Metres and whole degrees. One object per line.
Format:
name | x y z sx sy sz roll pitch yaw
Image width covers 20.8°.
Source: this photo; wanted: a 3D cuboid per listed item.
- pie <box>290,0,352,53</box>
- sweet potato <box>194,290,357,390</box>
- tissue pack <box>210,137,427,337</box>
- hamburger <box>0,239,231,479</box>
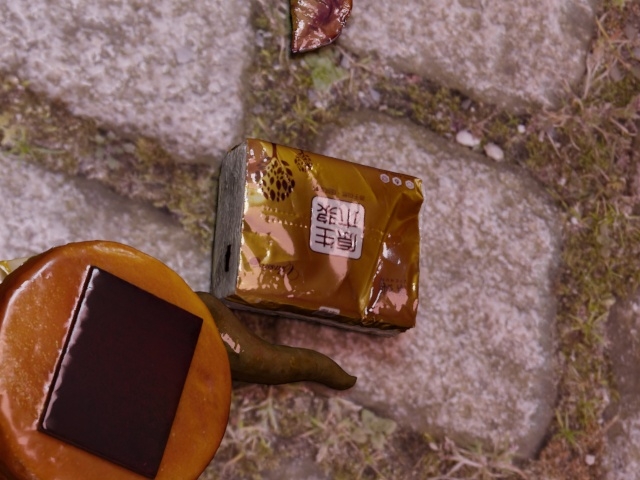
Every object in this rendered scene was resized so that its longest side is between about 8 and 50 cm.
pie | -0.005 -0.296 2.007 0.092 0.034 0.170 -4 77 -25
sweet potato | -0.066 0.122 1.847 0.249 0.059 0.069 29 84 -30
tissue pack | 0.000 0.000 1.895 0.226 0.092 0.183 11 72 -22
hamburger | -0.244 0.135 1.648 0.291 0.225 0.291 7 77 -33
